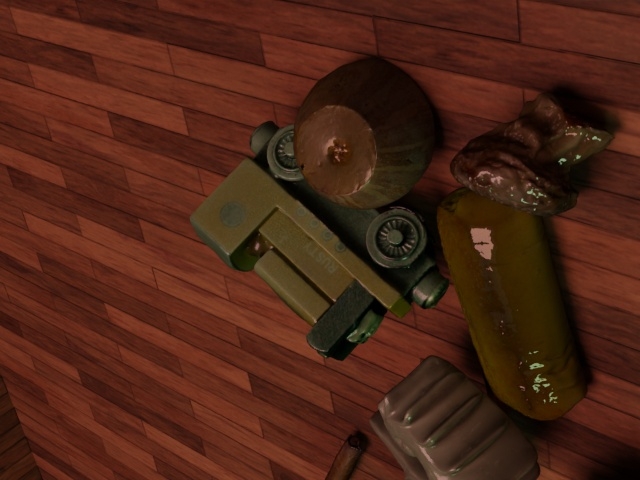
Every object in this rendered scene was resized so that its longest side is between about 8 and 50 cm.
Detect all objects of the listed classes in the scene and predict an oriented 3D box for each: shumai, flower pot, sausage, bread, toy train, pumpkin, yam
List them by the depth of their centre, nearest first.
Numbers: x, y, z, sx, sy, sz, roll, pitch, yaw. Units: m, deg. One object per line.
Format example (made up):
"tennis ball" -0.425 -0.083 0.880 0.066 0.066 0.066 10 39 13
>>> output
"shumai" 0.269 -0.113 1.438 0.161 0.209 0.153 43 114 39
"pumpkin" 0.046 -0.148 1.600 0.217 0.110 0.217 2 96 20
"bread" 0.269 0.096 1.636 0.166 0.112 0.383 7 125 46
"toy train" 0.000 0.000 1.725 0.397 0.253 0.160 42 179 18
"sausage" 0.277 0.224 1.805 0.030 0.035 0.147 -119 9 -63
"flower pot" 0.207 0.337 1.843 0.254 0.164 0.367 48 164 12
"yam" 0.042 0.461 2.273 0.046 0.046 0.264 42 144 16
